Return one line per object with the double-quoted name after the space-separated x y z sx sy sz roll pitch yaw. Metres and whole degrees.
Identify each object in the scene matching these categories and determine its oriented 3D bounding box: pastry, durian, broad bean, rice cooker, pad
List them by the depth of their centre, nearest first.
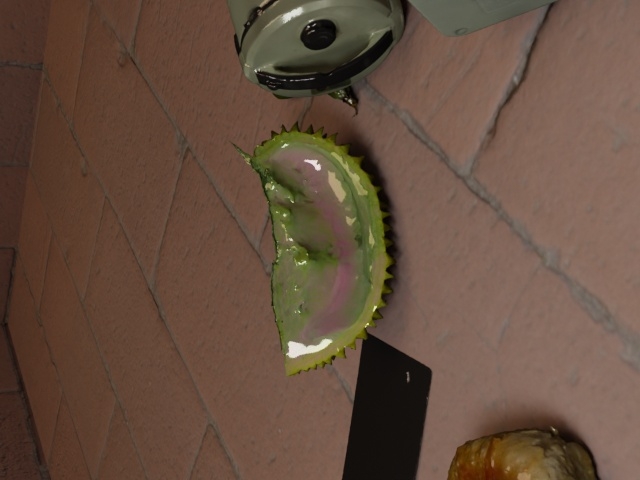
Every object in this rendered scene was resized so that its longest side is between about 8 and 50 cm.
0.213 0.297 0.890 0.192 0.093 0.182 -36 64 52 "pastry"
-0.013 -0.316 1.120 0.226 0.226 0.244 -47 51 48 "rice cooker"
0.000 0.000 1.144 0.158 0.169 0.351 -33 63 55 "durian"
0.089 0.277 1.169 0.159 0.009 0.265 25 111 56 "pad"
-0.014 -0.238 1.281 0.227 0.039 0.069 27 120 54 "broad bean"

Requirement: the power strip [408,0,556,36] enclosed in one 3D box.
0.206 -0.275 0.770 0.261 0.229 0.141 -17 79 22 "power strip"
